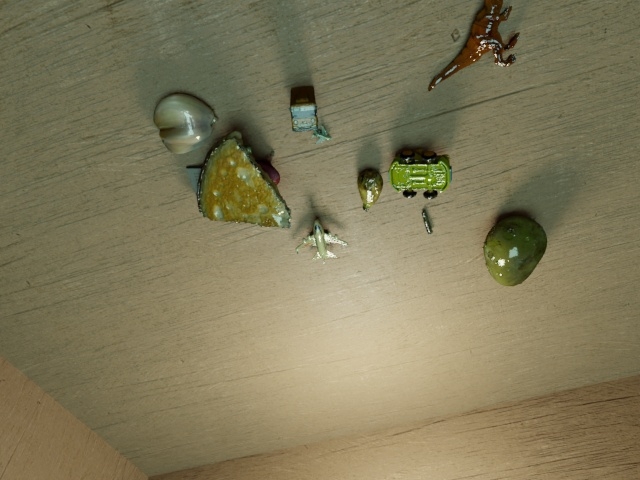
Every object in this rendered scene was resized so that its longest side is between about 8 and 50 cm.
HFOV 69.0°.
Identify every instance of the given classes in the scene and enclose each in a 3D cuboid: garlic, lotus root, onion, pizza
[{"bbox_3d":[-0.507,-0.433,1.728,0.228,0.110,0.217,-15,124,9],"label":"garlic"},{"bbox_3d":[0.204,-0.210,1.951,0.108,0.094,0.190,16,138,15],"label":"lotus root"},{"bbox_3d":[-0.211,-0.291,1.854,0.150,0.150,0.140,36,85,-27],"label":"onion"},{"bbox_3d":[-0.324,-0.235,1.789,0.435,0.080,0.392,6,127,20],"label":"pizza"}]

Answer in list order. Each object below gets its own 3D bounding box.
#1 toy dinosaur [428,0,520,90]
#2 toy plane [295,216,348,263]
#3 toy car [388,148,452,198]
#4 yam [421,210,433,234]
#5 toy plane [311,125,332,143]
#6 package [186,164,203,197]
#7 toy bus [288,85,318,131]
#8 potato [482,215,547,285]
[{"bbox_3d":[0.569,-0.667,1.603,0.208,0.097,0.432,24,121,-4],"label":"toy dinosaur"},{"bbox_3d":[0.000,0.000,2.092,0.242,0.104,0.256,-6,128,5],"label":"toy plane"},{"bbox_3d":[0.403,-0.283,1.867,0.248,0.142,0.200,6,129,18],"label":"toy car"},{"bbox_3d":[0.479,-0.086,2.100,0.027,0.033,0.129,-1,129,33],"label":"yam"},{"bbox_3d":[0.006,-0.410,1.816,0.083,0.033,0.080,10,127,-19],"label":"toy plane"},{"bbox_3d":[-0.411,-0.224,1.925,0.251,0.062,0.204,-4,127,5],"label":"package"},{"bbox_3d":[-0.059,-0.472,1.658,0.098,0.201,0.114,-5,126,2],"label":"toy bus"},{"bbox_3d":[0.864,0.062,2.112,0.270,0.219,0.359,-6,131,-7],"label":"potato"}]
